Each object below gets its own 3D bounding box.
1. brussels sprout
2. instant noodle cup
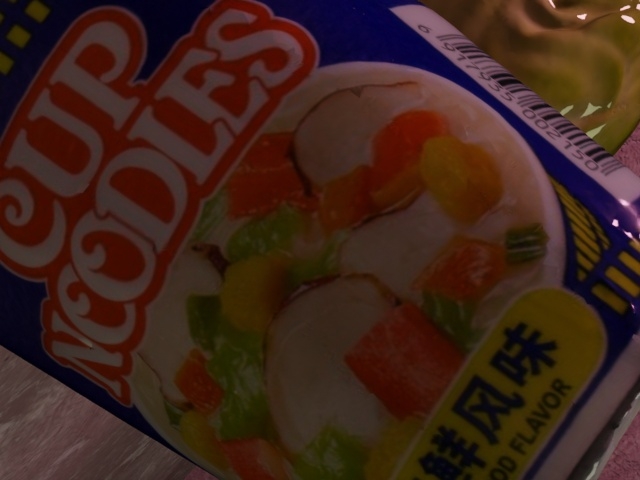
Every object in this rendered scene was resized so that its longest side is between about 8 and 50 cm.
[{"bbox_3d":[0.132,-0.135,1.006,0.328,0.247,0.328,-41,-170,9],"label":"brussels sprout"},{"bbox_3d":[0.000,0.000,0.543,0.284,0.312,0.284,-48,163,-21],"label":"instant noodle cup"}]
